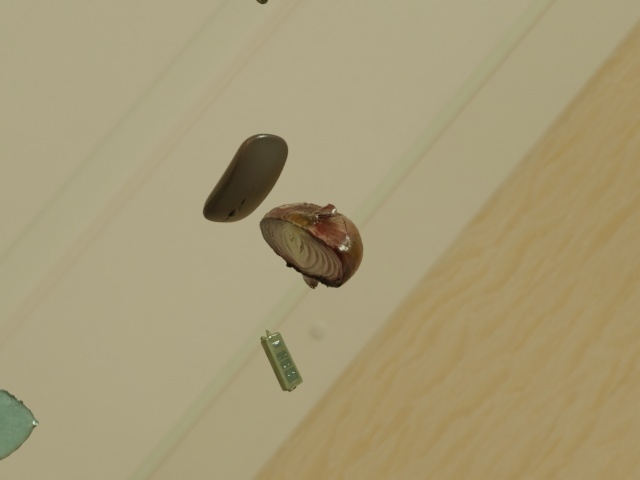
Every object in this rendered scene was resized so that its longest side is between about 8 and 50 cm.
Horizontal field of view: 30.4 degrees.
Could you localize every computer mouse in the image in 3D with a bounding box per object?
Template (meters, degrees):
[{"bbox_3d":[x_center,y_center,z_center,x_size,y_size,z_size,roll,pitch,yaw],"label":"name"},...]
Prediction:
[{"bbox_3d":[-0.149,-0.117,2.350,0.120,0.232,0.057,7,40,-43],"label":"computer mouse"}]

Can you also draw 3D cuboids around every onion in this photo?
[{"bbox_3d":[0.000,0.000,1.910,0.206,0.098,0.151,29,-33,36],"label":"onion"}]

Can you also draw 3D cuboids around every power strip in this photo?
[{"bbox_3d":[-0.050,0.149,1.470,0.017,0.027,0.083,-23,-87,52],"label":"power strip"}]

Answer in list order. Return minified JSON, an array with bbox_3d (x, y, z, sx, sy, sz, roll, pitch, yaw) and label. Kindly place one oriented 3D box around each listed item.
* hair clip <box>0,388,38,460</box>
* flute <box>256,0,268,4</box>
[{"bbox_3d":[-0.540,0.311,1.422,0.318,0.238,0.392,27,38,-35],"label":"hair clip"},{"bbox_3d":[-0.119,-0.455,2.094,0.027,0.027,0.233,42,9,-25],"label":"flute"}]
